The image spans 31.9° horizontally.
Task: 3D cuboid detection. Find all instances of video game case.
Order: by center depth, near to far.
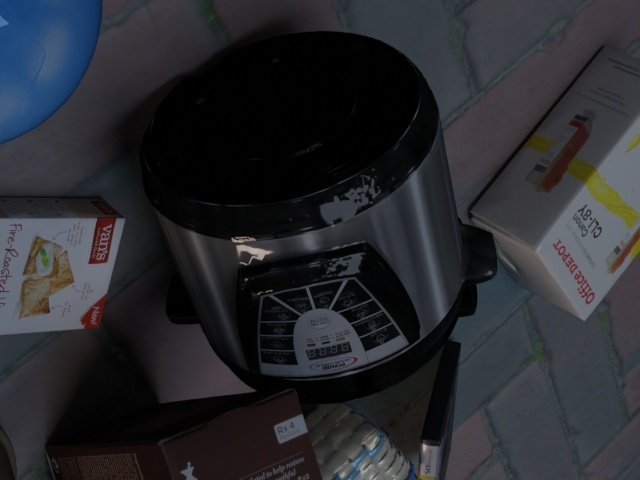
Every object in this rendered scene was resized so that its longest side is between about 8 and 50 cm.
[{"bbox_3d":[0.205,0.354,1.959,0.275,0.035,0.248,-65,159,-56],"label":"video game case"}]

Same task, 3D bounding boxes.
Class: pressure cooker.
[{"bbox_3d":[0.002,-0.004,1.417,0.375,0.370,0.420,-41,137,-26],"label":"pressure cooker"}]

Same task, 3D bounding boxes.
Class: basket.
[{"bbox_3d":[0.037,0.408,1.831,0.255,0.201,0.289,-41,131,-19],"label":"basket"}]

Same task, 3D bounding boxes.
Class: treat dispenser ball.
[{"bbox_3d":[-0.344,-0.223,1.019,0.288,0.288,0.288,-23,129,-31],"label":"treat dispenser ball"}]

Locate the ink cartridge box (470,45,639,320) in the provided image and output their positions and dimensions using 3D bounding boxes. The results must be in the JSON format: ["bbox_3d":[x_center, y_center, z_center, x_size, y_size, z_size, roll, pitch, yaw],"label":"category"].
[{"bbox_3d":[0.475,-0.092,1.946,0.384,0.160,0.279,-50,138,-5],"label":"ink cartridge box"}]

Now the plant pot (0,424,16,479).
[{"bbox_3d":[-0.466,0.361,1.287,0.323,0.280,0.323,-22,128,-30],"label":"plant pot"}]

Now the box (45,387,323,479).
[{"bbox_3d":[-0.184,0.287,1.422,0.191,0.381,0.143,-17,88,-34],"label":"box"}]

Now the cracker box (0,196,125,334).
[{"bbox_3d":[-0.360,0.030,1.330,0.232,0.067,0.155,-2,117,-42],"label":"cracker box"}]
